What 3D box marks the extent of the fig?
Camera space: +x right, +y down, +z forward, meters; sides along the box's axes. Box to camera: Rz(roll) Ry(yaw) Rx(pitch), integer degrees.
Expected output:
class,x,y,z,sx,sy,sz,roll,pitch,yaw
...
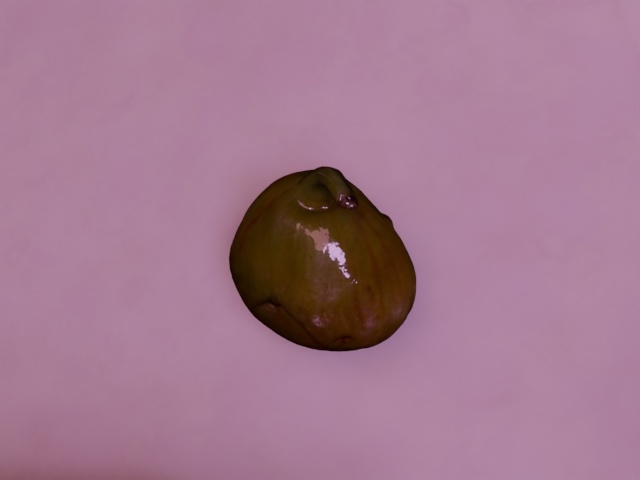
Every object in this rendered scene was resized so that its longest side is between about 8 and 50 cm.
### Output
class,x,y,z,sx,sy,sz,roll,pitch,yaw
fig,0.000,0.000,0.452,0.082,0.098,0.084,-7,36,-9
